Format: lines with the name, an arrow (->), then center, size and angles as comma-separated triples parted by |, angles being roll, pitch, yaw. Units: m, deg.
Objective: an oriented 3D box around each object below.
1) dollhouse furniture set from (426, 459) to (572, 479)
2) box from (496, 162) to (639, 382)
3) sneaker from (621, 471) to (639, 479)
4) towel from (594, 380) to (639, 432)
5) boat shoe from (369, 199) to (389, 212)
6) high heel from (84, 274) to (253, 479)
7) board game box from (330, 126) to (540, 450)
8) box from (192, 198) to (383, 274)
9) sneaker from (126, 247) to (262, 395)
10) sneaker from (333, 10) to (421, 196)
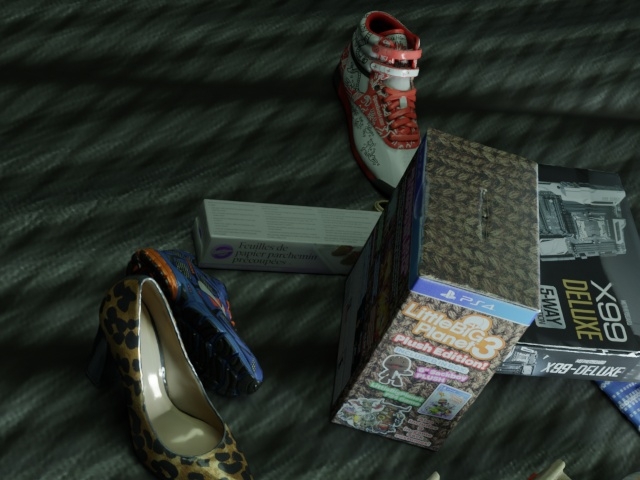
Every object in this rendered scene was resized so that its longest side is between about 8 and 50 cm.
dollhouse furniture set -> 0.201, 0.372, 1.497 | 0.262, 0.135, 0.259 | 42, 59, 14
box -> 0.310, 0.037, 1.802 | 0.242, 0.076, 0.307 | 6, 51, -17
sneaker -> 0.453, 0.366, 1.613 | 0.262, 0.099, 0.121 | 40, 42, 11
towel -> 0.484, 0.180, 1.828 | 0.243, 0.040, 0.336 | -24, 64, -37
boat shoe -> 0.135, -0.034, 1.850 | 0.153, 0.048, 0.056 | 1, 51, -23
high heel -> -0.146, 0.161, 1.456 | 0.261, 0.186, 0.093 | 42, 47, 14
board game box -> 0.131, 0.061, 1.596 | 0.141, 0.291, 0.232 | 17, 47, -10
box -> 0.000, 0.000, 1.750 | 0.324, 0.063, 0.067 | 3, 49, -22
sneaker -> -0.133, 0.087, 1.606 | 0.087, 0.083, 0.221 | -19, 64, -44
sneaker -> 0.098, -0.197, 1.909 | 0.090, 0.145, 0.270 | -1, 52, -25
